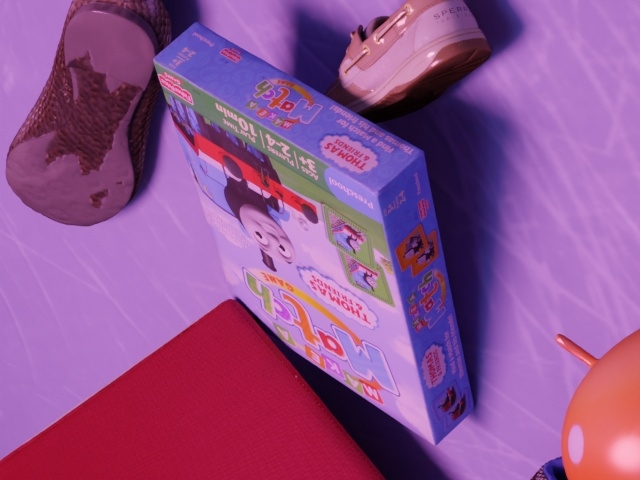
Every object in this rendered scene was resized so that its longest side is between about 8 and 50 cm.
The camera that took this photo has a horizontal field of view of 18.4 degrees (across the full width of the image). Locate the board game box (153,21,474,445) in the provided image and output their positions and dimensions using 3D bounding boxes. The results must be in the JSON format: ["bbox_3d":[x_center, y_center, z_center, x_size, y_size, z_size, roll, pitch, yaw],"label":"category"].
[{"bbox_3d":[0.000,0.000,1.040,0.160,0.039,0.211,32,154,33],"label":"board game box"}]

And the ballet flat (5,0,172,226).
[{"bbox_3d":[-0.135,-0.085,1.181,0.084,0.058,0.250,19,148,-5],"label":"ballet flat"}]

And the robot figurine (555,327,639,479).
[{"bbox_3d":[0.188,0.122,0.864,0.219,0.128,0.158,59,177,-1],"label":"robot figurine"}]

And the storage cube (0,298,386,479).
[{"bbox_3d":[-0.075,0.186,1.156,0.193,0.215,0.183,50,158,13],"label":"storage cube"}]

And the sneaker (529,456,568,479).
[{"bbox_3d":[0.174,0.182,0.975,0.221,0.083,0.087,27,127,33],"label":"sneaker"}]

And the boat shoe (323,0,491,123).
[{"bbox_3d":[0.037,-0.089,0.967,0.135,0.050,0.045,-28,77,57],"label":"boat shoe"}]
